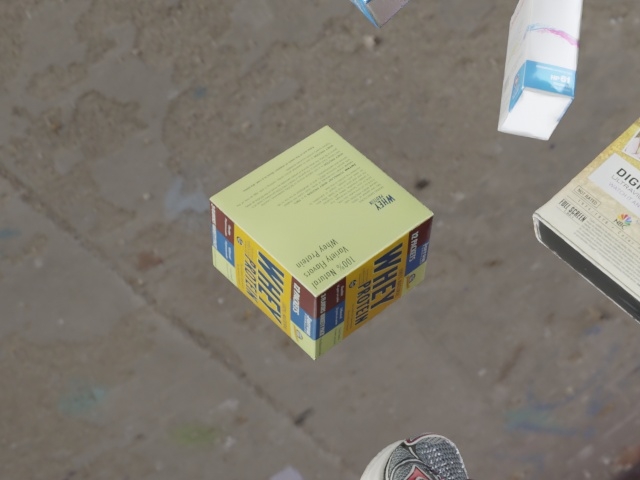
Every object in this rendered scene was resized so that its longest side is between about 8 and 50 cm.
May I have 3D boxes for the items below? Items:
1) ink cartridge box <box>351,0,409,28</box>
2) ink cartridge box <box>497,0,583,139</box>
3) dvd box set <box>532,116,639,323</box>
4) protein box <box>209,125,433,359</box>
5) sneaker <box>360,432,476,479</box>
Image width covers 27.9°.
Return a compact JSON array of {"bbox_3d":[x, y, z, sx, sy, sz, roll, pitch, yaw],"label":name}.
[{"bbox_3d":[0.044,-0.358,1.401,0.148,0.203,0.086,-44,162,5],"label":"ink cartridge box"},{"bbox_3d":[0.202,-0.168,1.182,0.052,0.123,0.088,9,158,-3],"label":"ink cartridge box"},{"bbox_3d":[0.481,-0.061,1.369,0.420,0.307,0.062,-42,152,-11],"label":"dvd box set"},{"bbox_3d":[0.000,0.000,1.628,0.199,0.201,0.136,-34,149,-26],"label":"protein box"},{"bbox_3d":[0.102,0.227,1.016,0.121,0.299,0.112,39,103,-8],"label":"sneaker"}]
